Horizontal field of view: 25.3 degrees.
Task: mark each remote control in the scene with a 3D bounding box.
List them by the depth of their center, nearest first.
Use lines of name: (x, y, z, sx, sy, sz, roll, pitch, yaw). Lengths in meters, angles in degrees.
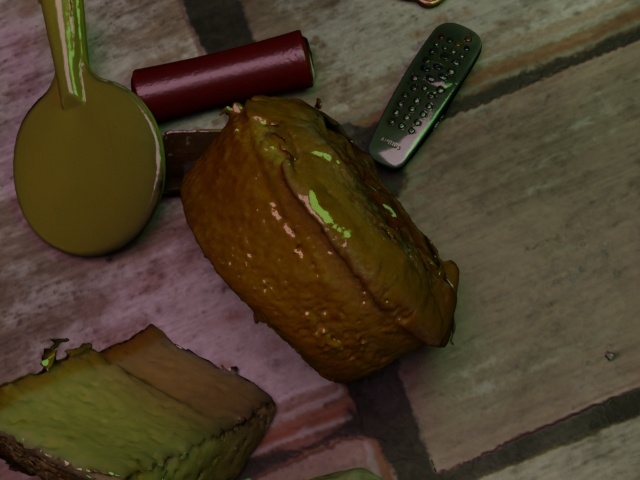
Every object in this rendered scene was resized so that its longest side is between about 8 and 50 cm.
remote control: (0.135, -0.187, 1.849, 0.072, 0.042, 0.222, 28, 76, 16)

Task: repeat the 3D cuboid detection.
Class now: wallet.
wallet: (-0.124, -0.100, 1.864, 0.176, 0.026, 0.095, -1, 76, 8)

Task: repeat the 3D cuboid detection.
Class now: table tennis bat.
table tennis bat: (-0.315, -0.160, 1.858, 0.224, 0.054, 0.369, -14, 83, 21)

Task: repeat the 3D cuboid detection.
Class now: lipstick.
lipstick: (-0.128, -0.214, 1.876, 0.241, 0.080, 0.080, -12, 70, 3)

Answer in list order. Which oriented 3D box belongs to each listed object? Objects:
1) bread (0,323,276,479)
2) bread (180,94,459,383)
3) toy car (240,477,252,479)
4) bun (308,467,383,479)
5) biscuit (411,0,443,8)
bread: (-0.220, 0.190, 1.636, 0.248, 0.315, 0.279, 30, 67, 15)
bread: (0.002, 0.002, 1.652, 0.204, 0.358, 0.337, -35, 44, 15)
toy car: (-0.145, 0.421, 1.519, 0.176, 0.359, 0.213, -14, 53, -21)
bun: (0.033, 0.386, 1.606, 0.243, 0.153, 0.244, -12, 65, 26)
biscuit: (0.123, -0.380, 1.928, 0.140, 0.023, 0.118, 19, 75, 15)
